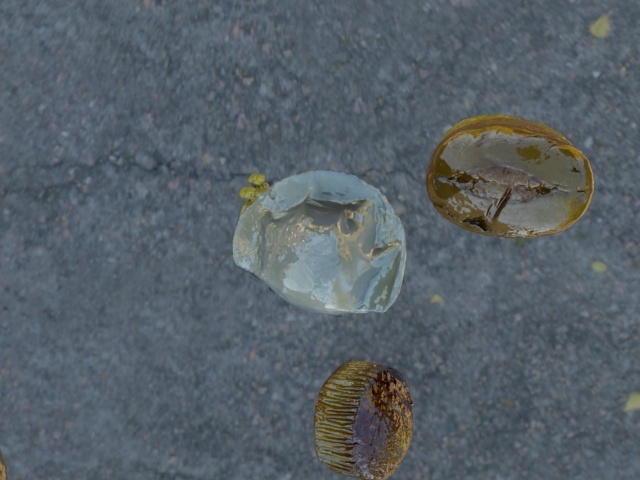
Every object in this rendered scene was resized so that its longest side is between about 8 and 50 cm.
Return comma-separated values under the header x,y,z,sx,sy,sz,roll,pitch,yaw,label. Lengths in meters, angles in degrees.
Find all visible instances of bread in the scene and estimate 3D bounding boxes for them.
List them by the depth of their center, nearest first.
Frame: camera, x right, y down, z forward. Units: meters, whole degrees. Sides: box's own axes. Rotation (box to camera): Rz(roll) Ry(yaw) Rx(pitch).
x,y,z,sx,sy,sz,roll,pitch,yaw,label
0.035,0.122,0.647,0.053,0.085,0.085,3,123,30,bread
0.311,-0.105,1.576,0.269,0.143,0.195,9,116,3,bread

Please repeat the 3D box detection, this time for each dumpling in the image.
x,y,z,sx,sy,sz,roll,pitch,yaw,label
0.001,0.001,1.482,0.243,0.175,0.227,13,99,-14,dumpling

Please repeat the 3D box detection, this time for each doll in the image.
x,y,z,sx,sy,sz,roll,pitch,yaw,label
-0.094,-0.026,1.722,0.096,0.145,0.188,7,163,26,doll

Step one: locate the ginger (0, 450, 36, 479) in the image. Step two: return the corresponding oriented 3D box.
x,y,z,sx,sy,sz,roll,pitch,yaw,label
-0.386,0.299,1.068,0.081,0.334,0.148,6,75,-6,ginger
